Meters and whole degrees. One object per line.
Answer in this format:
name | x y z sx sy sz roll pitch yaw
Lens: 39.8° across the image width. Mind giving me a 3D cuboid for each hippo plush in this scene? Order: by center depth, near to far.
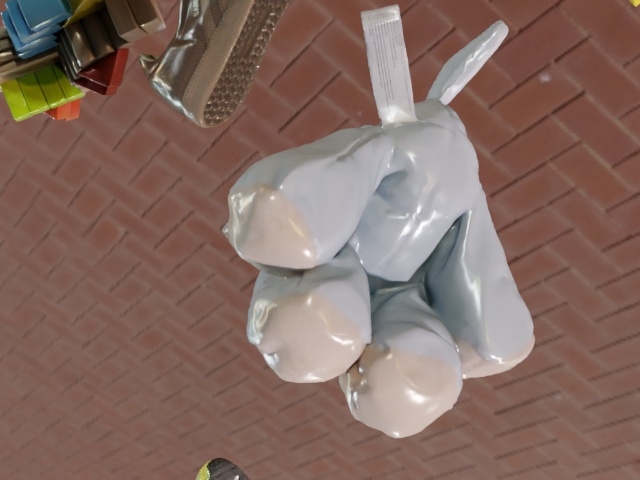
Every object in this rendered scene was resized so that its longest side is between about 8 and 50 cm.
hippo plush | 0.000 0.000 0.683 0.234 0.294 0.237 -2 172 -32

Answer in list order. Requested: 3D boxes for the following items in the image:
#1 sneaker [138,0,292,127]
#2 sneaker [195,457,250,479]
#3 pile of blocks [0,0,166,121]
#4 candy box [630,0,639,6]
sneaker | -0.050 -0.163 0.527 0.071 0.066 0.188 36 103 18
sneaker | -0.129 0.320 0.963 0.094 0.081 0.208 25 119 38
pile of blocks | -0.279 -0.193 0.951 0.362 0.149 0.112 -22 91 58
candy box | 0.300 -0.274 0.672 0.206 0.105 0.027 -32 148 10
